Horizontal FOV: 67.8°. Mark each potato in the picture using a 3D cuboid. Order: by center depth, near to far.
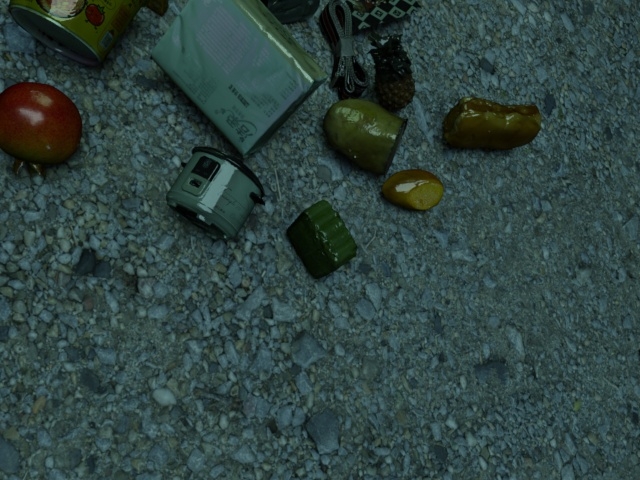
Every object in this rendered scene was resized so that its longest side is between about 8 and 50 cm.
[{"bbox_3d":[0.137,-0.358,1.573,0.265,0.229,0.229,26,72,5],"label":"potato"}]

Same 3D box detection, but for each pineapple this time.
[{"bbox_3d":[0.226,-0.569,1.579,0.170,0.310,0.141,33,82,26],"label":"pineapple"}]

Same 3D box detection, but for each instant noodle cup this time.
[{"bbox_3d":[-0.675,-0.664,1.317,0.325,0.325,0.254,25,81,-11],"label":"instant noodle cup"}]

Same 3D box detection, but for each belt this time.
[{"bbox_3d":[0.077,-0.665,1.659,0.126,0.094,0.360,-7,82,-18],"label":"belt"}]

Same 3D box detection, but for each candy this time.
[{"bbox_3d":[-0.507,-0.763,1.478,0.062,0.122,0.038,31,67,-10],"label":"candy"}]

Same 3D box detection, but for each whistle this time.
[{"bbox_3d":[-0.206,-0.781,1.552,0.404,0.168,0.189,14,74,-14],"label":"whistle"}]

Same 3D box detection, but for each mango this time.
[{"bbox_3d":[0.310,-0.173,1.631,0.217,0.102,0.141,-2,103,-15],"label":"mango"}]

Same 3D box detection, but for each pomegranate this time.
[{"bbox_3d":[-0.751,-0.287,1.262,0.220,0.221,0.257,16,100,-14],"label":"pomegranate"}]

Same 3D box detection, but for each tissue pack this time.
[{"bbox_3d":[-0.234,-0.510,1.405,0.405,0.331,0.205,47,26,-5],"label":"tissue pack"}]

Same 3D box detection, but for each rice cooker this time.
[{"bbox_3d":[-0.293,-0.140,1.355,0.280,0.241,0.227,24,74,20],"label":"rice cooker"}]

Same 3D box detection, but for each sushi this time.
[{"bbox_3d":[0.193,-0.888,1.767,0.289,0.050,0.264,-27,74,-18],"label":"sushi"}]

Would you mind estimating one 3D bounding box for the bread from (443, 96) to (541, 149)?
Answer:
[{"bbox_3d":[0.625,-0.415,1.733,0.343,0.195,0.149,2,73,-15],"label":"bread"}]

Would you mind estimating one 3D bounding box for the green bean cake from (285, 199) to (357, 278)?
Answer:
[{"bbox_3d":[0.000,0.000,1.435,0.113,0.214,0.201,-30,89,-27],"label":"green bean cake"}]
